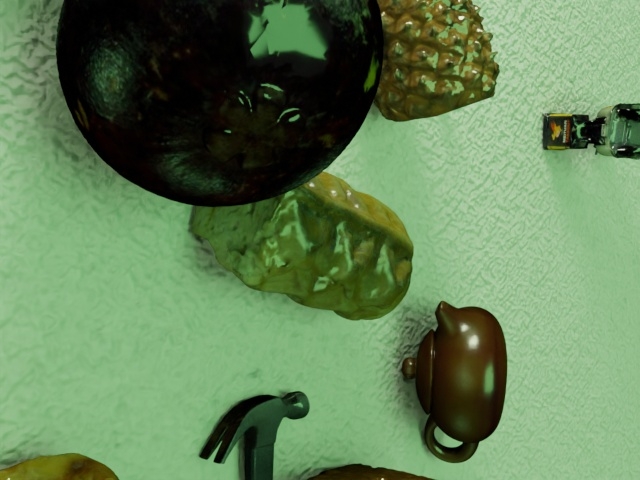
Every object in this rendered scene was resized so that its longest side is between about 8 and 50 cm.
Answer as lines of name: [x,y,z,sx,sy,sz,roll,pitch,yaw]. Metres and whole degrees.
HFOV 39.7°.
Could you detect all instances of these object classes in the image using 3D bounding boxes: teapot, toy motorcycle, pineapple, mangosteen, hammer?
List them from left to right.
mangosteen: [-0.086,-0.170,0.770,0.288,0.288,0.288,-4,96,-47]
hammer: [-0.072,0.316,0.968,0.137,0.037,0.290,1,92,-48]
pineapple: [0.096,-0.309,1.033,0.169,0.169,0.340,-30,106,-42]
teapot: [0.174,0.191,1.178,0.178,0.135,0.252,-68,162,-61]
toy motorcycle: [0.499,-0.180,1.473,0.263,0.157,0.091,-5,99,-45]

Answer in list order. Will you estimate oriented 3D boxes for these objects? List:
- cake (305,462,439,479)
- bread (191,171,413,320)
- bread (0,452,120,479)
cake: [0.065,0.413,0.996,0.198,0.196,0.293,6,91,-67]
bread: [0.000,0.000,0.962,0.267,0.130,0.152,24,66,-46]
bread: [-0.219,0.357,0.733,0.195,0.149,0.344,-15,105,-34]
